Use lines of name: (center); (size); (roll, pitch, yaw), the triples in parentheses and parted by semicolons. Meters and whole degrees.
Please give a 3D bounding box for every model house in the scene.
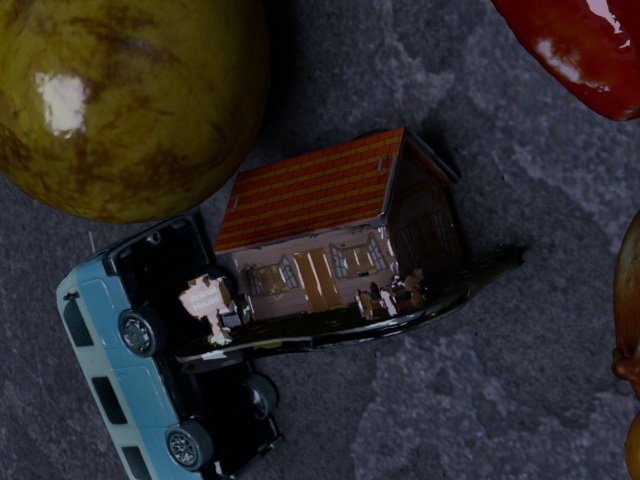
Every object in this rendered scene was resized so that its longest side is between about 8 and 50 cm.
model house: (0.001, 0.000, 1.030); (0.294, 0.207, 0.154); (-13, 97, 37)

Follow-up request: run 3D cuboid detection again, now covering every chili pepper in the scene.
chili pepper: (0.219, -0.161, 0.865); (0.338, 0.131, 0.134); (51, 137, 5)

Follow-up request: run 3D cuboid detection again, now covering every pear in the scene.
pear: (-0.174, -0.152, 1.050); (0.281, 0.281, 0.280); (13, 115, 30)

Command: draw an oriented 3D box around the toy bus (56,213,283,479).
toy bus: (-0.170, 0.123, 1.241); (0.165, 0.133, 0.271); (-11, 104, 41)

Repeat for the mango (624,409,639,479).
mango: (0.324, 0.159, 0.952); (0.159, 0.084, 0.105); (-14, 84, 17)

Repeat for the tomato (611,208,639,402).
tomato: (0.346, 0.040, 0.767); (0.239, 0.303, 0.303); (25, 131, -22)
